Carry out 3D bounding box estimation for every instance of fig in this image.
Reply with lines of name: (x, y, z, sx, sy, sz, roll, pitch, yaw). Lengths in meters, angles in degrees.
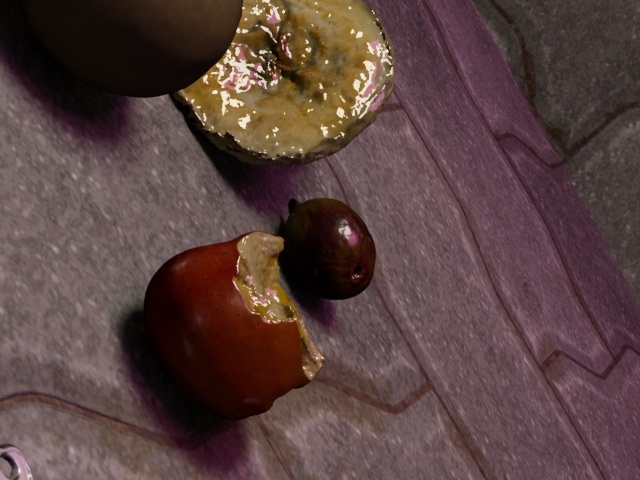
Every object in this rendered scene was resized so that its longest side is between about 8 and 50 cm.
fig: (0.000, 0.000, 1.700, 0.103, 0.109, 0.155, 8, 22, -37)

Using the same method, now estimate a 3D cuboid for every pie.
pie: (-0.043, -0.205, 1.705, 0.274, 0.274, 0.055, 65, -20, 16)

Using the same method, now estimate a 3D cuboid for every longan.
longan: (-0.189, -0.263, 1.451, 0.248, 0.248, 0.248, 47, 23, -27)

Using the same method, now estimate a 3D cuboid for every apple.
apple: (-0.080, 0.082, 1.324, 0.156, 0.147, 0.158, 136, -65, -78)

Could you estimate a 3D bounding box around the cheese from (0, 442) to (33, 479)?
cheese: (-0.176, 0.240, 0.982, 0.227, 0.064, 0.137, 65, 18, 13)
